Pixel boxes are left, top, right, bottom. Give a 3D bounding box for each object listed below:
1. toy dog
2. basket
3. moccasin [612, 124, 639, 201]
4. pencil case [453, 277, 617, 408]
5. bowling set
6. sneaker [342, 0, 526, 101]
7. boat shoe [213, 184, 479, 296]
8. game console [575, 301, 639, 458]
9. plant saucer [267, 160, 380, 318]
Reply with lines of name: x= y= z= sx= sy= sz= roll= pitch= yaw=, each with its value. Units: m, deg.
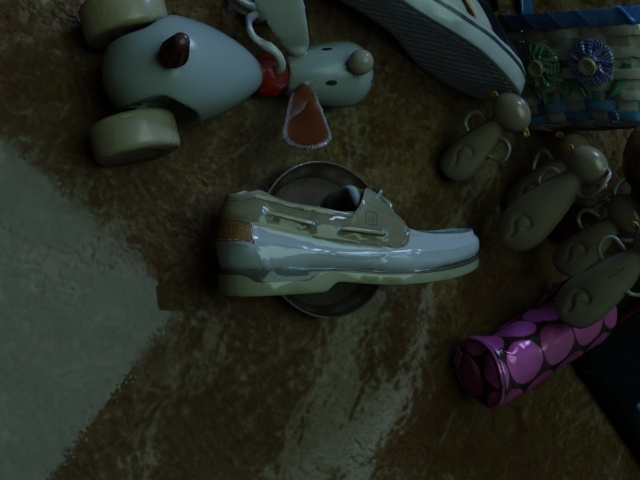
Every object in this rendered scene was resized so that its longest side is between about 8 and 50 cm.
toy dog: x=-0.074 y=-0.177 z=1.005 sx=0.334 sy=0.161 sz=0.220 roll=-33 pitch=102 yaw=-33
basket: x=0.346 y=-0.277 z=1.247 sx=0.201 sy=0.255 sz=0.288 roll=-6 pitch=96 yaw=-40
moccasin: x=0.452 y=-0.061 z=1.305 sx=0.147 sy=0.139 sz=0.380 roll=53 pitch=20 yaw=25
pencil case: x=0.249 y=0.115 z=1.225 sx=0.209 sy=0.098 sz=0.095 roll=-23 pitch=141 yaw=-34
bowling set: x=0.298 y=-0.055 z=1.222 sx=0.287 sy=0.154 sz=0.200 roll=52 pitch=32 yaw=13
sneaker: x=0.131 y=-0.279 z=1.165 sx=0.321 sy=0.126 sz=0.127 roll=32 pitch=73 yaw=-34
boat shoe: x=0.038 y=-0.005 z=1.050 sx=0.302 sy=0.113 sz=0.103 roll=-4 pitch=91 yaw=-33
game console: x=0.559 y=0.193 z=1.339 sx=0.342 sy=0.060 sz=0.386 roll=-36 pitch=105 yaw=1
plant saucer: x=0.000 y=0.000 z=1.109 sx=0.168 sy=0.029 sz=0.168 roll=6 pitch=79 yaw=-34
